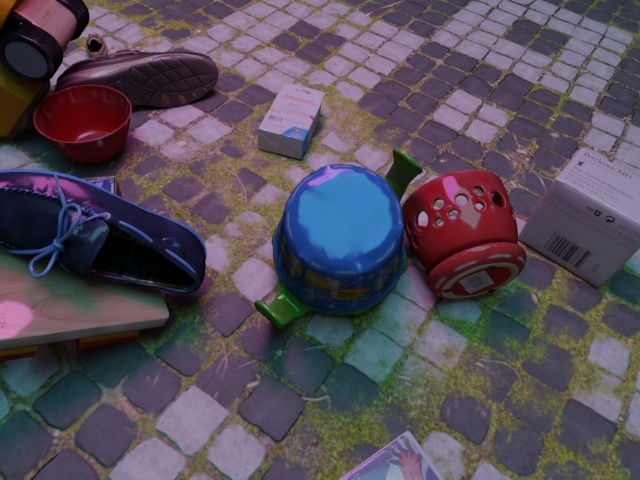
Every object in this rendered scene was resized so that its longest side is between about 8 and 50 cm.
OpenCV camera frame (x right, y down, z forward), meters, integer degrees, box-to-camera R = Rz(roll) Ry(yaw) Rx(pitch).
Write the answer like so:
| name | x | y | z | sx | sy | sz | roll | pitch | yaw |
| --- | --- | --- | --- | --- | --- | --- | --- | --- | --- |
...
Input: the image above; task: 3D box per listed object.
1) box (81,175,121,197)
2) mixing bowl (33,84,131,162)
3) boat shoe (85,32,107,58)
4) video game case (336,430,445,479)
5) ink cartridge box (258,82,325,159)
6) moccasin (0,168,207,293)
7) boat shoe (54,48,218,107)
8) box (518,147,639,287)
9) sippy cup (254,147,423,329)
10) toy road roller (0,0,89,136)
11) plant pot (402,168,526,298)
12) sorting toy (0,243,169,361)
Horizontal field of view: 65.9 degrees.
| name | x | y | z | sx | sy | sz | roll | pitch | yaw |
| --- | --- | --- | --- | --- | --- | --- | --- | --- | --- |
| box | -0.466 | -0.075 | 0.926 | 0.169 | 0.054 | 0.059 | -7 | 54 | -13 |
| mixing bowl | -0.473 | -0.226 | 1.014 | 0.182 | 0.098 | 0.181 | 3 | 53 | -5 |
| boat shoe | -0.563 | -0.488 | 1.241 | 0.050 | 0.045 | 0.135 | -15 | 55 | -17 |
| video game case | 0.108 | 0.387 | 0.650 | 0.184 | 0.023 | 0.201 | -25 | 59 | -24 |
| ink cartridge box | -0.062 | -0.273 | 1.120 | 0.105 | 0.061 | 0.181 | 16 | 53 | 6 |
| moccasin | -0.318 | -0.009 | 0.701 | 0.342 | 0.137 | 0.116 | 13 | 29 | -27 |
| boat shoe | -0.416 | -0.382 | 1.123 | 0.356 | 0.132 | 0.130 | -14 | 55 | -18 |
| box | 0.505 | -0.041 | 0.926 | 0.181 | 0.181 | 0.119 | 36 | 57 | 20 |
| sippy cup | 0.032 | -0.006 | 0.775 | 0.240 | 0.224 | 0.305 | 6 | 77 | 2 |
| toy road roller | -0.633 | -0.391 | 0.957 | 0.241 | 0.330 | 0.202 | 32 | 44 | -30 |
| plant pot | 0.255 | -0.003 | 0.867 | 0.191 | 0.191 | 0.174 | -7 | 59 | -12 |
| sorting toy | -0.404 | 0.056 | 0.760 | 0.257 | 0.089 | 0.255 | -2 | 49 | -41 |
